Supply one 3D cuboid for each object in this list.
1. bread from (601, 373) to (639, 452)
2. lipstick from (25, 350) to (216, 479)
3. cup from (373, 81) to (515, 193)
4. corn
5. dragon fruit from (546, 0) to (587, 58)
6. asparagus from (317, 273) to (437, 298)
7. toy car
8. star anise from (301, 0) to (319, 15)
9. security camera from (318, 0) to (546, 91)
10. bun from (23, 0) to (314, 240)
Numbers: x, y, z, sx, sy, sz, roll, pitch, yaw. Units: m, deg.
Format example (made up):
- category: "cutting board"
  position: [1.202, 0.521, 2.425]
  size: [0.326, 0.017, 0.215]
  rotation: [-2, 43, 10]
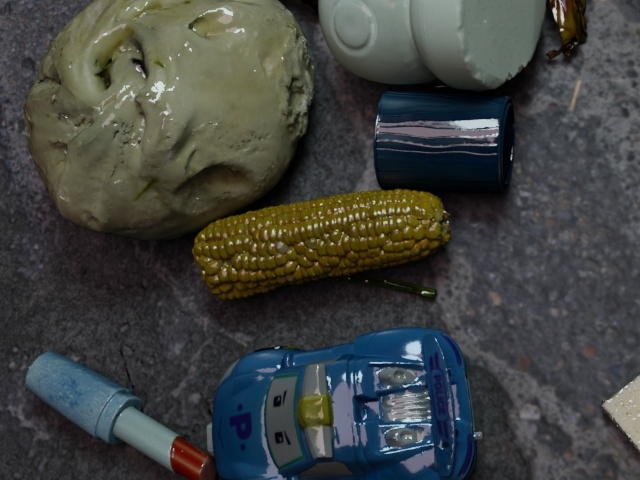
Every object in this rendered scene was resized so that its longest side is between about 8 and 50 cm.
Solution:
- category: "bread"
  position: [0.354, 0.203, 0.921]
  size: [0.068, 0.028, 0.154]
  rotation: [-41, 67, 6]
- category: "lipstick"
  position: [-0.235, 0.216, 1.109]
  size: [0.274, 0.061, 0.068]
  rotation: [24, 88, 24]
- category: "cup"
  position: [0.143, -0.126, 1.031]
  size: [0.138, 0.113, 0.150]
  rotation: [5, 80, 19]
- category: "corn"
  position: [-0.002, -0.003, 1.053]
  size: [0.312, 0.102, 0.102]
  rotation: [-14, 73, 18]
- category: "dragon fruit"
  position: [0.276, -0.330, 1.038]
  size: [0.125, 0.125, 0.246]
  rotation: [3, 98, 48]
- category: "asparagus"
  position: [0.055, 0.048, 1.071]
  size: [0.162, 0.016, 0.016]
  rotation: [7, 98, 20]
- category: "toy car"
  position: [0.011, 0.192, 0.976]
  size: [0.314, 0.166, 0.198]
  rotation: [-9, 70, 18]
- category: "star anise"
  position: [-0.036, -0.335, 1.132]
  size: [0.212, 0.157, 0.054]
  rotation: [7, 65, 28]
- category: "security camera"
  position: [0.107, -0.266, 1.023]
  size: [0.236, 0.194, 0.195]
  rotation: [13, 81, 37]
- category: "bun"
  position: [-0.189, -0.178, 1.103]
  size: [0.362, 0.234, 0.326]
  rotation: [-34, 63, 2]
